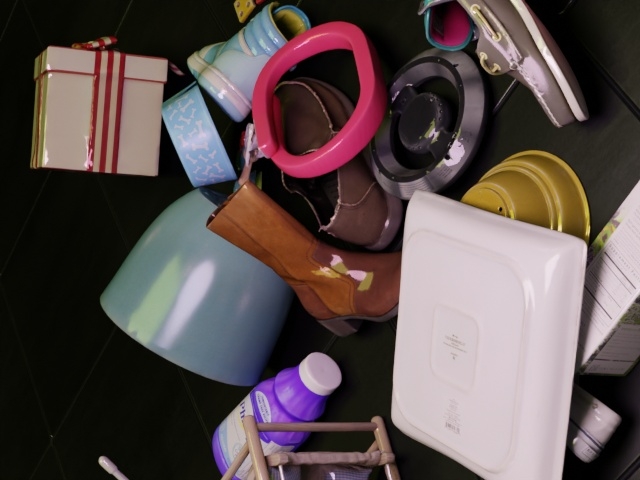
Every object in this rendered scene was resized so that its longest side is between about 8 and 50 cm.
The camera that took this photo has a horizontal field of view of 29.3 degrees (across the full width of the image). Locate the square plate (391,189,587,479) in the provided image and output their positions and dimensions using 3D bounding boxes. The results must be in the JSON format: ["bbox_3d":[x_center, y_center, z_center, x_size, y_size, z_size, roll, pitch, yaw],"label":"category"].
[{"bbox_3d":[0.188,0.132,1.532,0.347,0.049,0.344,23,112,58],"label":"square plate"}]

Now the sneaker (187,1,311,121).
[{"bbox_3d":[-0.112,-0.319,2.083,0.208,0.127,0.319,-44,22,4],"label":"sneaker"}]

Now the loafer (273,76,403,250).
[{"bbox_3d":[-0.001,-0.136,1.882,0.134,0.130,0.366,-60,43,27],"label":"loafer"}]

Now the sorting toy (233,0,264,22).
[{"bbox_3d":[-0.142,-0.534,2.191,0.132,0.046,0.274,-17,72,51],"label":"sorting toy"}]

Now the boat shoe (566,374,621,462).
[{"bbox_3d":[0.290,0.182,1.518,0.076,0.083,0.226,-45,45,3],"label":"boat shoe"}]

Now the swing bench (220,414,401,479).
[{"bbox_3d":[0.008,0.388,1.696,0.165,0.253,0.255,-58,45,30],"label":"swing bench"}]

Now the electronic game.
[{"bbox_3d":[0.152,-0.167,1.751,0.229,0.048,0.229,-22,60,44],"label":"electronic game"}]

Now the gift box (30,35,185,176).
[{"bbox_3d":[-0.413,-0.255,2.352,0.255,0.276,0.258,-172,85,-66],"label":"gift box"}]

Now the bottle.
[{"bbox_3d":[-0.069,0.281,1.943,0.283,0.092,0.118,-48,51,38],"label":"bottle"}]

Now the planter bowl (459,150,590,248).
[{"bbox_3d":[0.237,-0.015,1.588,0.217,0.090,0.217,-12,75,52],"label":"planter bowl"}]

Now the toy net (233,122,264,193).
[{"bbox_3d":[-0.110,-0.142,2.026,0.232,0.045,0.122,114,161,-65],"label":"toy net"}]

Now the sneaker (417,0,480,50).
[{"bbox_3d":[0.163,-0.354,1.714,0.295,0.124,0.178,-1,75,51],"label":"sneaker"}]

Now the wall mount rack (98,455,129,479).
[{"bbox_3d":[-0.358,0.581,2.250,0.350,0.130,0.304,-50,49,36],"label":"wall mount rack"}]

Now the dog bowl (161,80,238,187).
[{"bbox_3d":[-0.206,-0.173,2.037,0.297,0.074,0.166,-121,8,-78],"label":"dog bowl"}]

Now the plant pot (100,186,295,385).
[{"bbox_3d":[-0.170,0.057,1.965,0.293,0.293,0.235,39,104,48],"label":"plant pot"}]

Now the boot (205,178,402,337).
[{"bbox_3d":[0.000,0.000,1.757,0.264,0.280,0.096,-28,24,56],"label":"boot"}]

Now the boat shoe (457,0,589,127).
[{"bbox_3d":[0.233,-0.266,1.550,0.091,0.109,0.305,-33,82,17],"label":"boat shoe"}]

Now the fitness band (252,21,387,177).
[{"bbox_3d":[-0.001,-0.214,1.840,0.209,0.054,0.291,-26,43,17],"label":"fitness band"}]

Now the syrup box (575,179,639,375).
[{"bbox_3d":[0.364,0.043,1.411,0.237,0.093,0.096,-60,43,28],"label":"syrup box"}]
